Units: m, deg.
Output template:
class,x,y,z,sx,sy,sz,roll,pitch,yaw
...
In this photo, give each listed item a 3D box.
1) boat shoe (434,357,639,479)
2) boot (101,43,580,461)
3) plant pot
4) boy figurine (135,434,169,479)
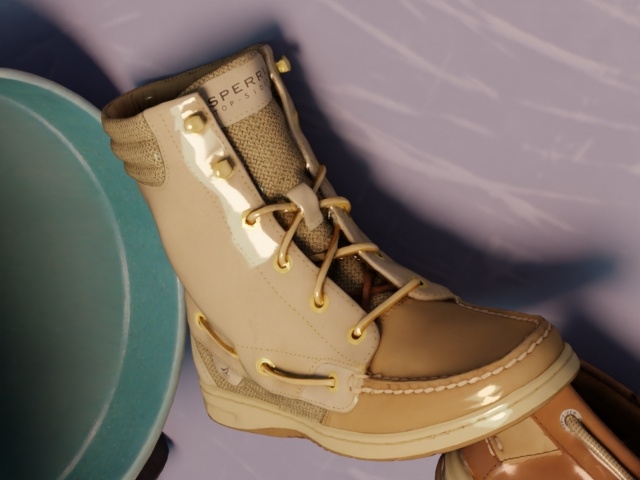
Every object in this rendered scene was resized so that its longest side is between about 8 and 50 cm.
class,x,y,z,sx,sy,sz,roll,pitch,yaw
boat shoe,0.220,0.166,0.951,0.324,0.122,0.120,28,112,-3
boot,0.000,0.000,0.942,0.262,0.095,0.203,1,116,51
plant pot,-0.261,0.040,1.057,0.255,0.271,0.272,3,126,46
boy figurine,-0.204,0.210,1.260,0.177,0.092,0.285,33,131,1
